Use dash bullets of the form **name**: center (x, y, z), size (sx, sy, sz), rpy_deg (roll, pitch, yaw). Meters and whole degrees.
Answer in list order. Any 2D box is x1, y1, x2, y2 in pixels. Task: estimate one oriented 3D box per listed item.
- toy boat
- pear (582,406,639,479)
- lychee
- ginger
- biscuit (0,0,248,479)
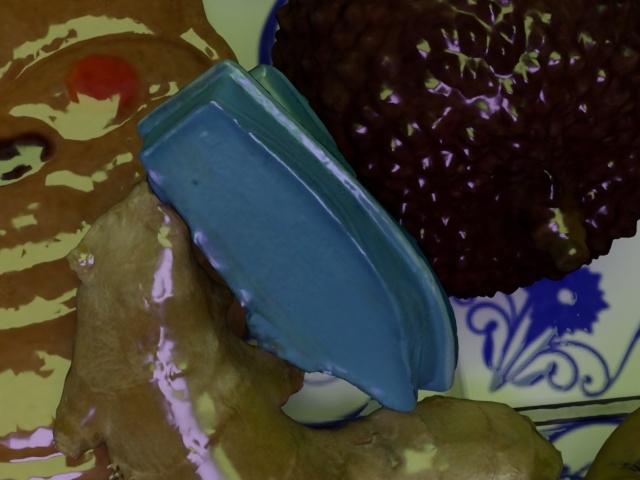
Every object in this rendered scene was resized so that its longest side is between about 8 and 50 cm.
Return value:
- **toy boat**: center (0.000, 0.000, 0.880), size (0.238, 0.109, 0.098), rpy_deg (51, 30, -13)
- **pear**: center (0.212, 0.191, 0.893), size (0.178, 0.267, 0.267), rpy_deg (41, 65, -36)
- **lychee**: center (0.100, -0.100, 0.989), size (0.276, 0.275, 0.304), rpy_deg (-19, 53, -12)
- **ginger**: center (-0.065, 0.178, 0.937), size (0.348, 0.122, 0.363), rpy_deg (38, 78, -9)
- **biscuit**: center (-0.214, -0.047, 1.049), size (0.350, 0.078, 0.455), rpy_deg (-15, 73, -15)
